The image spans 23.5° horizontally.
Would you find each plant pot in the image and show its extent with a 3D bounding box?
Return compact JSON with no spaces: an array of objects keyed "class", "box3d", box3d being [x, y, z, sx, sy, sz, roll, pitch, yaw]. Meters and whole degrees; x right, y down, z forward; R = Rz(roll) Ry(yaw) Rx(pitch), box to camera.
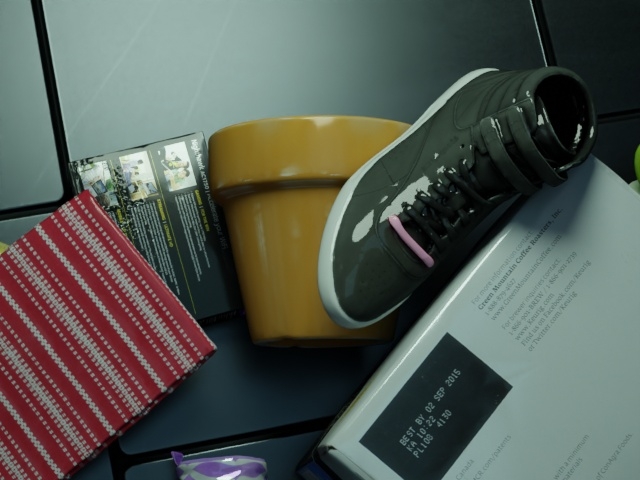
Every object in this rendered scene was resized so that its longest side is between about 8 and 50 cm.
[{"class":"plant pot","box3d":[0.000,0.000,1.393,0.205,0.205,0.188,1,82,-7]}]

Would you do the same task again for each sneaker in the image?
[{"class":"sneaker","box3d":[0.117,-0.047,1.265,0.104,0.147,0.296,50,63,-19]}]

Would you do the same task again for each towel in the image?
[{"class":"towel","box3d":[-0.256,0.113,1.386,0.275,0.031,0.199,-40,84,-2]}]

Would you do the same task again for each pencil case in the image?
[{"class":"pencil case","box3d":[-0.089,0.291,1.370,0.088,0.086,0.206,-5,74,19]}]

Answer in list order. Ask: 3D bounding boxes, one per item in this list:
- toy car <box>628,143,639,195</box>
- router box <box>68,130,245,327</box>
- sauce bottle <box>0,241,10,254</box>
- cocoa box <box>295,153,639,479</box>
[{"class":"toy car","box3d":[0.394,-0.062,1.501,0.182,0.159,0.136,28,40,0]},{"class":"router box","box3d":[-0.152,-0.001,1.449,0.133,0.046,0.179,-14,79,-11]},{"class":"sauce bottle","box3d":[-0.336,0.007,1.425,0.128,0.042,0.042,21,75,0]},{"class":"cocoa box","box3d":[0.178,0.136,1.364,0.231,0.228,0.347,40,74,3]}]
